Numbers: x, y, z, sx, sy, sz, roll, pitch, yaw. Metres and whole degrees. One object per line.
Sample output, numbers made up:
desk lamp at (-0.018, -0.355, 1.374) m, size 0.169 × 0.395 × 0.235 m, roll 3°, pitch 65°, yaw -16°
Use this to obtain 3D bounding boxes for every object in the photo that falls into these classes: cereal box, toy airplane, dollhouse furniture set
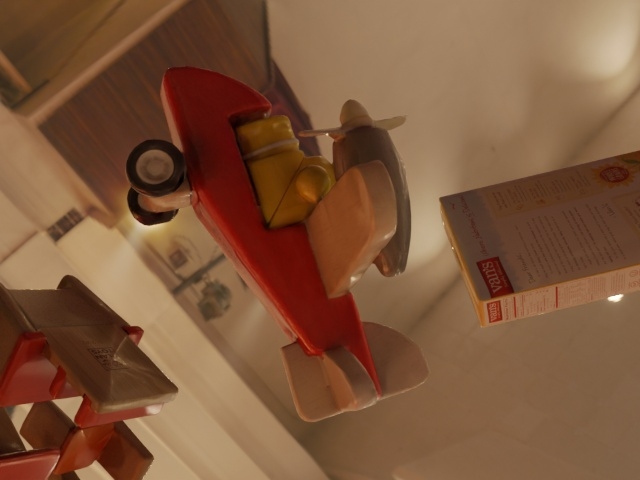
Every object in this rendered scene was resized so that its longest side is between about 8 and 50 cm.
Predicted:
cereal box at (0.262, -0.007, 0.880) m, size 0.240 × 0.047 × 0.173 m, roll -13°, pitch -139°, yaw 3°
toy airplane at (0.000, 0.000, 0.900) m, size 0.272 × 0.384 × 0.386 m, roll -38°, pitch -138°, yaw -18°
dollhouse furniture set at (-0.219, 0.163, 0.571) m, size 0.135 × 0.262 × 0.259 m, roll 40°, pitch -72°, yaw 28°
